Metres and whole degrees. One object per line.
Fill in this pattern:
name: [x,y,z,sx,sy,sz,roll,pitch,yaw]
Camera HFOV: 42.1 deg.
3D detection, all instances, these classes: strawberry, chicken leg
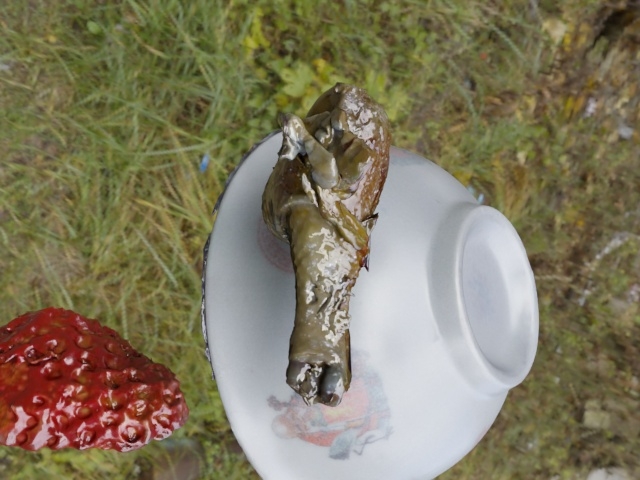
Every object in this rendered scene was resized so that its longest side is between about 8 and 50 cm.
strawberry: [-0.245,0.127,0.837,0.190,0.237,0.111,-35,127,-63]
chicken leg: [0.000,-0.002,0.530,0.125,0.081,0.196,-99,-164,-78]

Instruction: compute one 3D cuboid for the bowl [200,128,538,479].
bowl: [0.078,0.055,0.683,0.345,0.157,0.345,20,65,-50]
